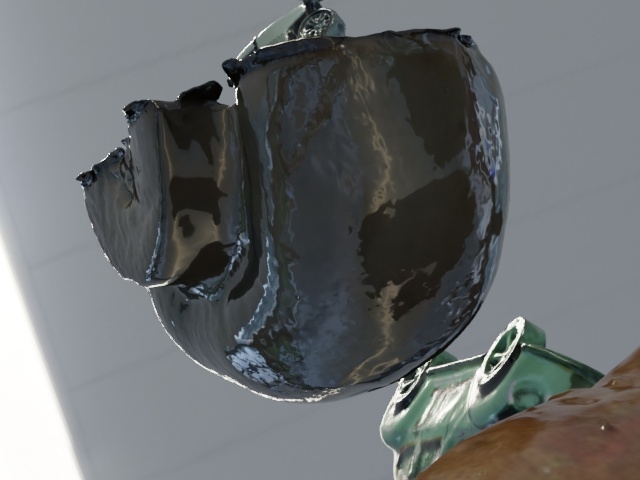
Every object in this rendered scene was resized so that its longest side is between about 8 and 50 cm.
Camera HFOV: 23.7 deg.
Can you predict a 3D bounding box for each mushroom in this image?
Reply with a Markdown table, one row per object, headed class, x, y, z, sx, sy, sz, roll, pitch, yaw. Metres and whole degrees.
| class | x | y | z | sx | sy | sz | roll | pitch | yaw |
| --- | --- | --- | --- | --- | --- | --- | --- | --- | --- |
| mushroom | 0.000 | 0.000 | 0.565 | 0.141 | 0.117 | 0.188 | -15 | -16 | -27 |

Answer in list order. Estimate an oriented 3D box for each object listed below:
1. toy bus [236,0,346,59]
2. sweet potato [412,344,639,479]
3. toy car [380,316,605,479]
| class | x | y | z | sx | sy | sz | roll | pitch | yaw |
| --- | --- | --- | --- | --- | --- | --- | --- | --- | --- |
| toy bus | 0.003 | -0.056 | 0.915 | 0.089 | 0.194 | 0.087 | -30 | -47 | 15 |
| sweet potato | 0.081 | 0.101 | 0.404 | 0.336 | 0.131 | 0.131 | -29 | -38 | -32 |
| toy car | 0.128 | 0.146 | 1.023 | 0.136 | 0.306 | 0.125 | 33 | -104 | -8 |
